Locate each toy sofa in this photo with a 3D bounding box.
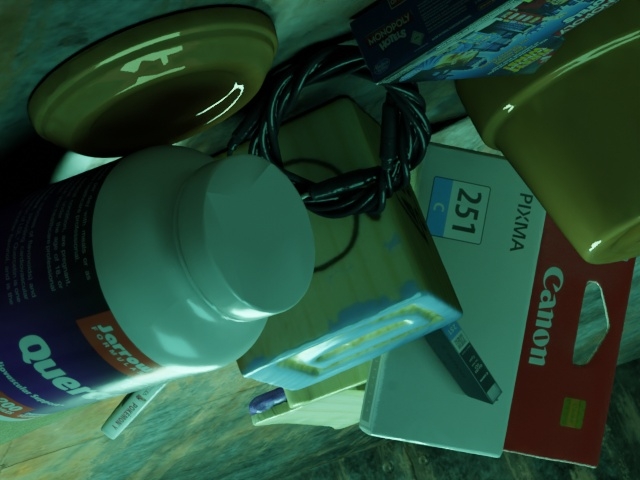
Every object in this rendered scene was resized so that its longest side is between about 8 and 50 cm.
[{"bbox_3d":[0.027,0.139,2.353,0.177,0.150,0.362,-21,167,18],"label":"toy sofa"}]

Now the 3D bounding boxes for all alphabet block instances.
[{"bbox_3d":[-0.001,0.009,1.729,0.192,0.197,0.193,-25,166,8],"label":"alphabet block"}]

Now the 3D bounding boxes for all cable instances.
[{"bbox_3d":[0.017,-0.088,1.559,0.150,0.047,0.184,31,126,-16],"label":"cable"}]

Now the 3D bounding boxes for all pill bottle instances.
[{"bbox_3d":[-0.165,0.032,1.490,0.323,0.182,0.181,-17,172,39],"label":"pill bottle"}]

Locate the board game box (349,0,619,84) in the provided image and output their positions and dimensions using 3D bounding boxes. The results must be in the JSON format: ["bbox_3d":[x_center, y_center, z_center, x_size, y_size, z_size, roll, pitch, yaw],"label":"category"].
[{"bbox_3d":[0.157,-0.190,1.505,0.194,0.060,0.194,-30,165,29],"label":"board game box"}]

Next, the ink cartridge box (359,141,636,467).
[{"bbox_3d":[0.193,0.069,1.868,0.261,0.296,0.066,11,178,-11],"label":"ink cartridge box"}]

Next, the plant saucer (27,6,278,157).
[{"bbox_3d":[-0.122,-0.113,1.420,0.200,0.037,0.200,-21,167,-5],"label":"plant saucer"}]

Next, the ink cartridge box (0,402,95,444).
[{"bbox_3d":[-0.291,0.134,1.938,0.234,0.088,0.193,-22,167,-27],"label":"ink cartridge box"}]

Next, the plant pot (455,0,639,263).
[{"bbox_3d":[0.297,-0.110,1.717,0.290,0.203,0.291,-21,166,-6],"label":"plant pot"}]

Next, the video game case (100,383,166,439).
[{"bbox_3d":[-0.150,0.113,2.029,0.201,0.023,0.183,-52,-177,-34],"label":"video game case"}]
